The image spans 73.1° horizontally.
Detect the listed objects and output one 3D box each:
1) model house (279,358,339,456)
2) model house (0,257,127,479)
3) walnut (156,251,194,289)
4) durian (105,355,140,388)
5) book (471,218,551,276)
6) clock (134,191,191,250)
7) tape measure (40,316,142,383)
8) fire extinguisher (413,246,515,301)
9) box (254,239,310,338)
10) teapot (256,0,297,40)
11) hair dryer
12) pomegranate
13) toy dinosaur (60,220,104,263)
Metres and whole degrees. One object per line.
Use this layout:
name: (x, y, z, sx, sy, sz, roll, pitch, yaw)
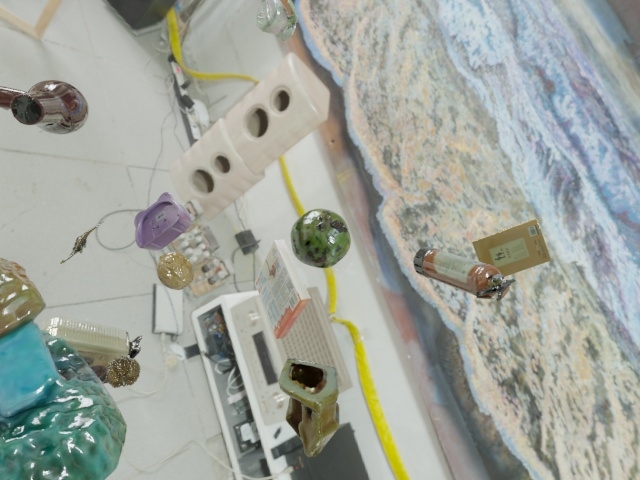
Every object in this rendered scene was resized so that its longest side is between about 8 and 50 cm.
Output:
model house: (-0.031, 0.493, 1.223, 0.268, 0.173, 0.240, -63, 153, -80)
model house: (-0.290, 0.052, 0.287, 0.225, 0.261, 0.241, -20, 109, -40)
walnut: (-0.346, 0.072, 1.023, 0.096, 0.082, 0.079, 47, -2, -8)
durian: (-0.476, 0.322, 1.045, 0.080, 0.080, 0.091, 29, 9, -39)
book: (0.493, 0.027, 1.116, 0.012, 0.172, 0.118, -45, 114, -82)
clock: (-0.412, -0.048, 1.124, 0.050, 0.152, 0.110, 33, 26, -60)
tape measure: (-0.700, 0.361, 1.265, 0.270, 0.232, 0.133, 21, 21, -36)
fire extinguisher: (0.200, 0.049, 0.610, 0.062, 0.177, 0.050, -16, 105, -20)
box: (-0.149, 0.181, 1.591, 0.048, 0.273, 0.265, -6, 55, -32)
teapot: (-0.077, -0.428, 0.832, 0.064, 0.083, 0.064, 14, 67, -50)
hair dryer: (-0.712, -0.311, 0.940, 0.340, 0.123, 0.312, 8, 15, -13)
pomegranate: (0.000, 0.000, 0.872, 0.161, 0.122, 0.122, 78, -11, -79)
toy dinosaur: (-0.711, 0.009, 1.282, 0.037, 0.058, 0.180, 35, 48, -26)
